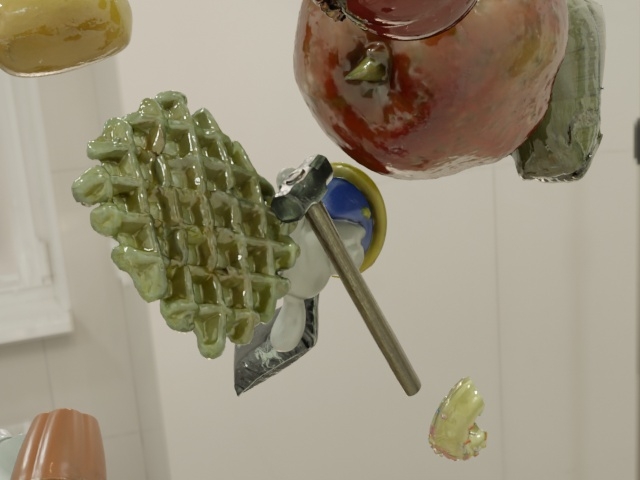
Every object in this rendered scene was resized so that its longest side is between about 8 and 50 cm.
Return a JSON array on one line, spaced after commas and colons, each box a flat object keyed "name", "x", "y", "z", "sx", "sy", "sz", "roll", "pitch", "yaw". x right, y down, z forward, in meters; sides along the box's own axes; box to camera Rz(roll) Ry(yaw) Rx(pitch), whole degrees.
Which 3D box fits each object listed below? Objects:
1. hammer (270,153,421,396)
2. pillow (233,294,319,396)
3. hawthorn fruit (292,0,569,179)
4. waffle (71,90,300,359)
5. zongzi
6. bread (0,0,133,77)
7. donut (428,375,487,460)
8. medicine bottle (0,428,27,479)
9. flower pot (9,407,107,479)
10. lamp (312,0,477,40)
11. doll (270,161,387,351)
[{"name": "hammer", "x": 0.049, "y": 0.062, "z": 1.312, "sx": 0.043, "sy": 0.365, "sz": 0.111, "roll": -14, "pitch": 26, "yaw": 32}, {"name": "pillow", "x": -0.076, "y": 0.170, "z": 1.654, "sx": 0.208, "sy": 0.055, "sz": 0.141, "roll": -36, "pitch": 34, "yaw": 32}, {"name": "hawthorn fruit", "x": 0.129, "y": -0.261, "z": 1.349, "sx": 0.403, "sy": 0.402, "sz": 0.403, "roll": -4, "pitch": 15, "yaw": 1}, {"name": "waffle", "x": -0.144, "y": -0.030, "z": 1.169, "sx": 0.056, "sy": 0.309, "sz": 0.292, "roll": -28, "pitch": 17, "yaw": 38}, {"name": "zongzi", "x": 0.413, "y": -0.262, "z": 1.619, "sx": 0.160, "sy": 0.323, "sz": 0.360, "roll": -8, "pitch": 3, "yaw": 38}, {"name": "bread", "x": -0.384, "y": -0.307, "z": 1.437, "sx": 0.217, "sy": 0.147, "sz": 0.098, "roll": -15, "pitch": 57, "yaw": 1}, {"name": "donut", "x": 0.237, "y": 0.319, "z": 1.657, "sx": 0.065, "sy": 0.166, "sz": 0.108, "roll": 28, "pitch": 54, "yaw": 34}, {"name": "medicine bottle", "x": -0.634, "y": 0.466, "z": 2.046, "sx": 0.183, "sy": 0.069, "sz": 0.119, "roll": 28, "pitch": 50, "yaw": 36}, {"name": "flower pot", "x": -0.484, "y": 0.417, "z": 1.830, "sx": 0.191, "sy": 0.190, "sz": 0.173, "roll": -5, "pitch": 50, "yaw": 0}, {"name": "lamp", "x": 0.066, "y": -0.305, "z": 0.974, "sx": 0.227, "sy": 0.227, "sz": 0.227, "roll": -4, "pitch": 15, "yaw": 1}, {"name": "doll", "x": 0.008, "y": 0.027, "z": 1.521, "sx": 0.160, "sy": 0.311, "sz": 0.242, "roll": 15, "pitch": 19, "yaw": 9}]
